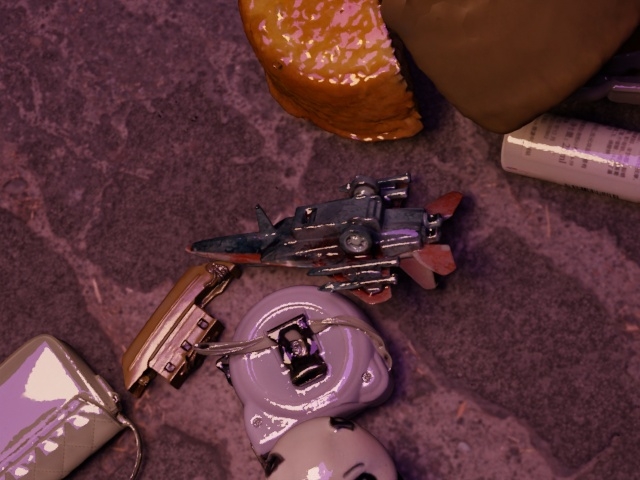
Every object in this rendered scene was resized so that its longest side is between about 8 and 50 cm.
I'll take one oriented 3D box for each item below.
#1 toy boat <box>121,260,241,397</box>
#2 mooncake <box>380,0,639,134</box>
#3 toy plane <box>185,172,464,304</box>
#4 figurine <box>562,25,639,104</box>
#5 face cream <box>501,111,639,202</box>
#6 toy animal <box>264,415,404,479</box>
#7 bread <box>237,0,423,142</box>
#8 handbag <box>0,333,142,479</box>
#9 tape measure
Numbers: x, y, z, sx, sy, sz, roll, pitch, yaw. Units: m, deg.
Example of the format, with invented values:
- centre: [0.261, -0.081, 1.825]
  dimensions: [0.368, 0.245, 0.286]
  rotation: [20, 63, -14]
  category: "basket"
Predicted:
- centre: [-0.161, 0.106, 1.873]
  dimensions: [0.077, 0.057, 0.200]
  rotation: [34, 82, 16]
  category: "toy boat"
- centre: [0.196, -0.335, 1.746]
  dimensions: [0.393, 0.246, 0.394]
  rotation: [-50, 27, -13]
  category: "mooncake"
- centre: [0.000, -0.006, 1.820]
  dimensions: [0.326, 0.104, 0.223]
  rotation: [2, 41, 8]
  category: "toy plane"
- centre: [0.420, -0.234, 1.773]
  dimensions: [0.285, 0.167, 0.343]
  rotation: [42, 42, 24]
  category: "figurine"
- centre: [0.344, -0.087, 1.796]
  dimensions: [0.269, 0.082, 0.082]
  rotation: [16, 77, 18]
  category: "face cream"
- centre: [0.007, 0.279, 1.718]
  dimensions: [0.166, 0.179, 0.138]
  rotation: [-31, 54, -5]
  category: "toy animal"
- centre: [-0.004, -0.267, 1.879]
  dimensions: [0.179, 0.194, 0.340]
  rotation: [-17, 74, 7]
  category: "bread"
- centre: [-0.341, 0.257, 1.864]
  dimensions: [0.256, 0.079, 0.219]
  rotation: [-39, 79, 0]
  category: "handbag"
- centre: [-0.025, 0.140, 1.802]
  dimensions: [0.196, 0.105, 0.178]
  rotation: [-35, 67, 2]
  category: "tape measure"
